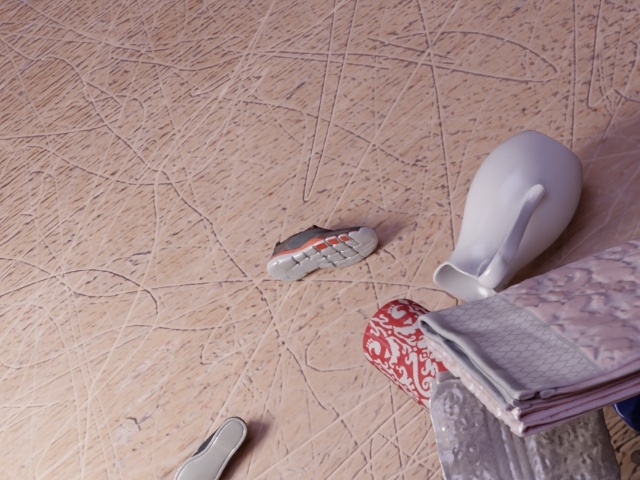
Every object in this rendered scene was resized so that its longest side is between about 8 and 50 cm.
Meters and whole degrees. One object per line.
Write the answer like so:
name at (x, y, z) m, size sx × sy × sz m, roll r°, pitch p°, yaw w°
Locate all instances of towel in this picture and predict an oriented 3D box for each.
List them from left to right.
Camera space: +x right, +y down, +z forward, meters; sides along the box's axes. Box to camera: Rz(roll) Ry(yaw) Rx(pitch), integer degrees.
towel at (0.227, 0.254, 1.785) m, size 0.187 × 0.049 × 0.282 m, roll -14°, pitch 67°, yaw 1°
towel at (0.291, 0.084, 1.759) m, size 0.317 × 0.053 × 0.332 m, roll -19°, pitch 16°, yaw -9°

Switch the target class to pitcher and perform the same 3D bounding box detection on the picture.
pitcher at (0.229, -0.026, 1.971) m, size 0.207 × 0.125 × 0.178 m, roll -58°, pitch 7°, yaw -10°

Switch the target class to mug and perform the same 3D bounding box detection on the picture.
mug at (0.149, 0.141, 1.966) m, size 0.169 × 0.150 × 0.113 m, roll 33°, pitch 123°, yaw 46°

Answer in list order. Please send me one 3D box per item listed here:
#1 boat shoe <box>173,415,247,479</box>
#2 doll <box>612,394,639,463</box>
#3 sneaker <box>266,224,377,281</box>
boat shoe at (-0.137, 0.270, 2.089) m, size 0.046 × 0.038 × 0.125 m, roll 36°, pitch 88°, yaw 1°
doll at (0.379, 0.190, 1.805) m, size 0.129 × 0.046 × 0.189 m, roll -41°, pitch 47°, yaw 4°
sneaker at (0.000, 0.000, 2.170) m, size 0.158 × 0.061 × 0.065 m, roll -16°, pitch 46°, yaw 22°
